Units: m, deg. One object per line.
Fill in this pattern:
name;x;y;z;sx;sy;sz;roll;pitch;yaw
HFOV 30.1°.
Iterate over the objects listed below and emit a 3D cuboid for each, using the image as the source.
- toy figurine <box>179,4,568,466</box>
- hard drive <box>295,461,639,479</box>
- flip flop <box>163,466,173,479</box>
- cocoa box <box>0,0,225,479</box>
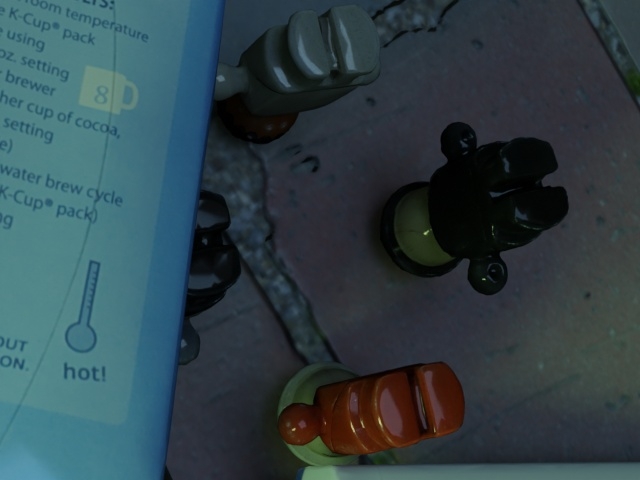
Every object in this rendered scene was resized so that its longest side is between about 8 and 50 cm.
toy figurine;0.000;0.000;0.643;0.209;0.148;0.213;34;69;-14
hard drive;0.124;0.234;0.679;0.319;0.040;0.210;8;74;-38
flip flop;-0.100;0.160;0.599;0.277;0.080;0.112;41;59;-33
cocoa box;-0.231;-0.007;0.391;0.347;0.228;0.231;15;59;-18
